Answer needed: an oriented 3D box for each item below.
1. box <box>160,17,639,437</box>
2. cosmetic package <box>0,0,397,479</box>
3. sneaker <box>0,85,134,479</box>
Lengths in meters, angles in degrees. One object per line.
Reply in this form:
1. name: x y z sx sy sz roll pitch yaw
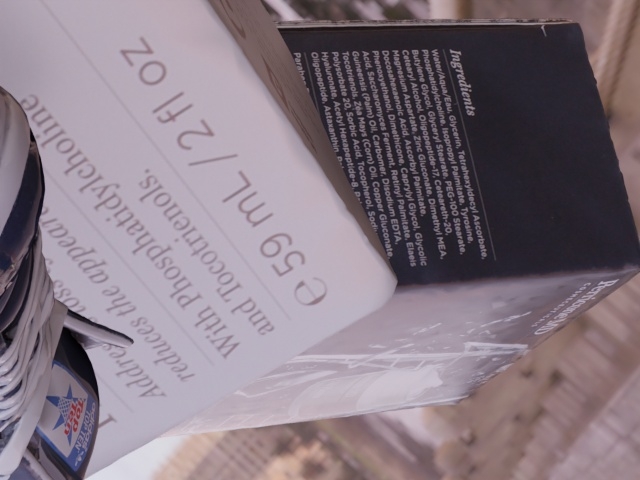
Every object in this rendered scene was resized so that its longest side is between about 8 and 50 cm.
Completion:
1. box: 0.000 0.000 1.619 0.480 0.472 0.297 129 131 -61
2. cosmetic package: -0.231 -0.066 0.823 0.329 0.394 0.327 54 -172 -39
3. sneaker: -0.114 0.032 0.511 0.153 0.099 0.282 28 154 -24
